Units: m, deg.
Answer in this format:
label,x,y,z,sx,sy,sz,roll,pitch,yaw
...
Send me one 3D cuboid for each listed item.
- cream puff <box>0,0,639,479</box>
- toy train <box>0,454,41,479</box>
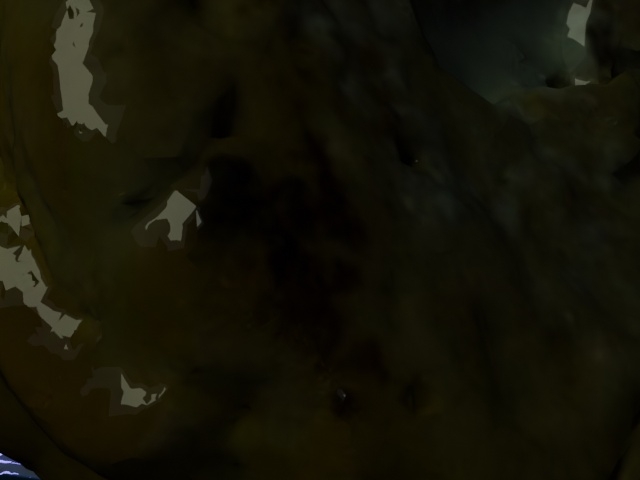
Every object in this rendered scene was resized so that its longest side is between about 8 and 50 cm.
label,x,y,z,sx,sy,sz,roll,pitch,yaw
cream puff,-0.001,0.001,0.607,0.257,0.291,0.324,-38,49,51
toy train,-0.157,0.123,0.788,0.407,0.088,0.086,2,56,46
